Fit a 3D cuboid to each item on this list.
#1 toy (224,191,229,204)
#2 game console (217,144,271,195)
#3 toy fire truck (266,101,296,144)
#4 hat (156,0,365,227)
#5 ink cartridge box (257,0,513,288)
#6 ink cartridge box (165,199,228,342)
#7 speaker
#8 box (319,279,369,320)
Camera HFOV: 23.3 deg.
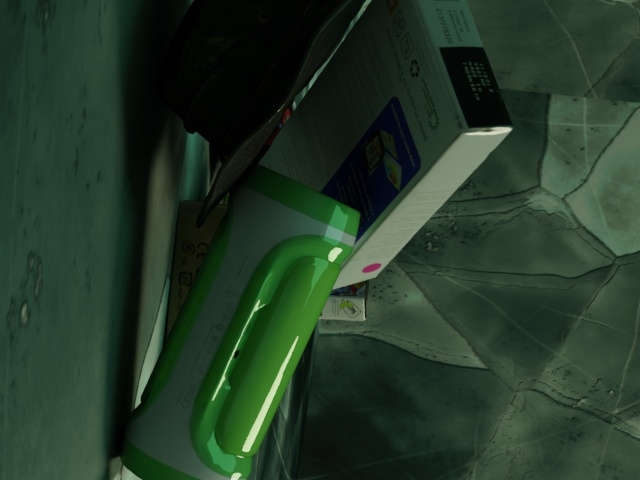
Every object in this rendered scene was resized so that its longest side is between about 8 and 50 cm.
[{"bbox_3d":[-0.079,-0.075,2.020,0.237,0.056,0.137,-51,146,-71],"label":"toy"},{"bbox_3d":[-0.055,-0.049,1.899,0.213,0.043,0.361,-71,153,-54],"label":"game console"},{"bbox_3d":[-0.074,-0.175,1.683,0.135,0.047,0.192,-78,157,-56],"label":"toy fire truck"},{"bbox_3d":[-0.062,-0.179,1.397,0.331,0.134,0.331,-55,-178,4],"label":"hat"},{"bbox_3d":[0.044,-0.084,1.464,0.371,0.069,0.176,-48,-127,52],"label":"ink cartridge box"},{"bbox_3d":[-0.107,0.079,1.677,0.193,0.088,0.235,5,91,-85],"label":"ink cartridge box"},{"bbox_3d":[-0.074,0.086,1.414,0.131,0.131,0.297,7,108,-86],"label":"speaker"},{"bbox_3d":[0.000,0.000,1.665,0.207,0.114,0.036,-83,173,-47],"label":"box"}]
